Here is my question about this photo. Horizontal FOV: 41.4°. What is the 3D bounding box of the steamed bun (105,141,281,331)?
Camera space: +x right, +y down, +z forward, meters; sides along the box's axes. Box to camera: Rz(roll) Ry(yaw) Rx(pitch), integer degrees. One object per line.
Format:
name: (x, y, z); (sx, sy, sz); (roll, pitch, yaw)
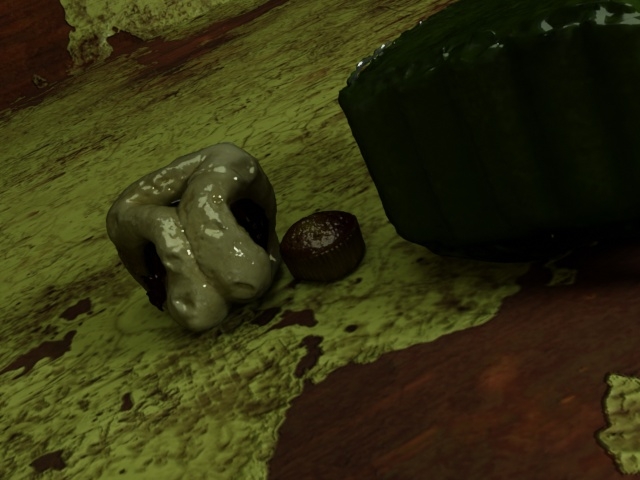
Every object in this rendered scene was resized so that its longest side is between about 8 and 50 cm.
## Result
steamed bun: (-0.110, 0.013, 0.817); (0.172, 0.141, 0.155); (-26, 40, -2)

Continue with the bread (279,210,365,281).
bread: (0.000, 0.000, 0.824); (0.085, 0.053, 0.085); (-18, 27, 9)

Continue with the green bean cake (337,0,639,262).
green bean cake: (0.227, -0.127, 0.739); (0.319, 0.218, 0.335); (-5, 25, 45)
